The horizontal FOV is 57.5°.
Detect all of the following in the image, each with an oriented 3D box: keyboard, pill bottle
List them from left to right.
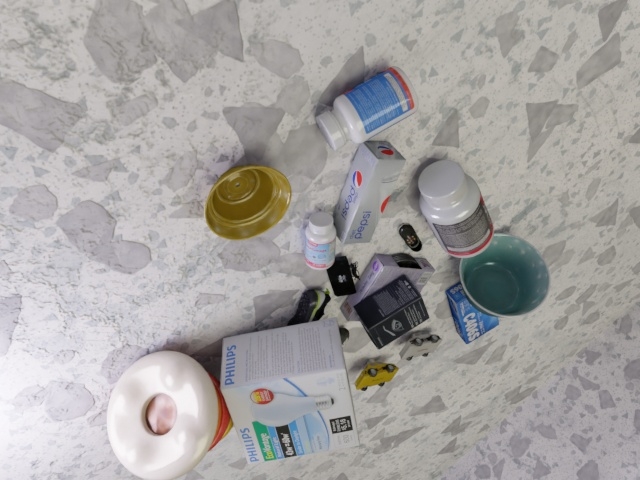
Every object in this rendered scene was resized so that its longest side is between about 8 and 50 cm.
[{"bbox_3d":[0.000,0.000,1.628,0.087,0.087,0.160,-17,136,-18],"label":"pill bottle"},{"bbox_3d":[0.076,0.106,1.835,0.100,0.038,0.192,-9,140,7],"label":"keyboard"},{"bbox_3d":[0.106,-0.305,1.370,0.222,0.124,0.124,-30,140,-5],"label":"pill bottle"},{"bbox_3d":[0.396,-0.093,1.726,0.176,0.176,0.318,-37,140,4],"label":"pill bottle"}]

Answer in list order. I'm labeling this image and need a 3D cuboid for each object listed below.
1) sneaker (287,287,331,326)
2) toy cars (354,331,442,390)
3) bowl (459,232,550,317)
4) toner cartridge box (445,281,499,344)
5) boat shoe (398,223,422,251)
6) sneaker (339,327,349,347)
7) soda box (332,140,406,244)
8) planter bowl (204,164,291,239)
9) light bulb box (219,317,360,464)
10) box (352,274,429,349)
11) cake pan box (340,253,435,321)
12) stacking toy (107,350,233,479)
[{"bbox_3d":[-0.029,0.250,1.858,0.097,0.084,0.234,0,130,-36],"label":"sneaker"},{"bbox_3d":[0.292,0.456,2.275,0.394,0.087,0.176,-32,145,-7],"label":"toy cars"},{"bbox_3d":[0.627,0.146,2.055,0.312,0.311,0.163,-24,158,-11],"label":"bowl"},{"bbox_3d":[0.602,0.268,2.293,0.165,0.075,0.347,-33,140,-3],"label":"toner cartridge box"},{"bbox_3d":[0.286,-0.009,1.842,0.049,0.042,0.133,-36,138,6],"label":"boat shoe"},{"bbox_3d":[0.005,0.338,1.961,0.234,0.078,0.106,-26,116,-33],"label":"sneaker"},{"bbox_3d":[0.123,-0.125,1.581,0.098,0.091,0.286,-3,131,-31],"label":"soda box"},{"bbox_3d":[-0.186,-0.111,1.395,0.217,0.090,0.217,-19,138,-18],"label":"planter bowl"},{"bbox_3d":[-0.089,0.464,1.794,0.362,0.225,0.357,-11,123,1],"label":"light bulb box"},{"bbox_3d":[0.231,0.234,1.891,0.207,0.108,0.153,-30,140,-2],"label":"box"},{"bbox_3d":[0.227,0.162,1.952,0.246,0.070,0.266,4,128,-38],"label":"cake pan box"},{"bbox_3d":[-0.382,0.531,1.803,0.351,0.350,0.480,-38,158,6],"label":"stacking toy"}]
